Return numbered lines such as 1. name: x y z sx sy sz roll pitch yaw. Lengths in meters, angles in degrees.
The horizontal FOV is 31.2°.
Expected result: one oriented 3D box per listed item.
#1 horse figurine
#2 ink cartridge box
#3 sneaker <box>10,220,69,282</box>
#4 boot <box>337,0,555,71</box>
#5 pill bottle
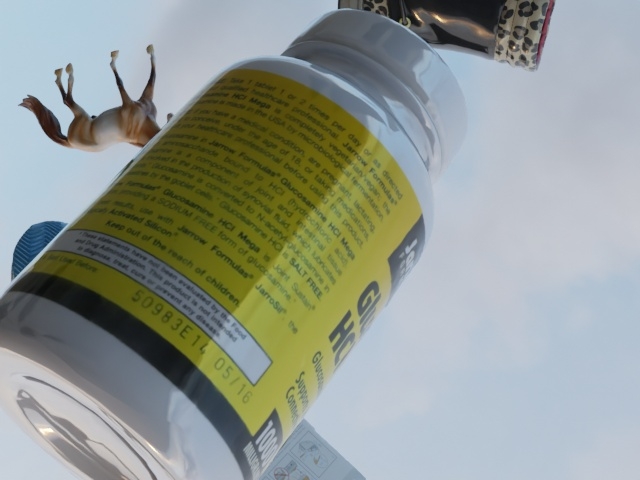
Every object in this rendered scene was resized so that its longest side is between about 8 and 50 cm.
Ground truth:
1. horse figurine: -0.340 -0.203 1.809 0.263 0.066 0.174 -10 -85 17
2. ink cartridge box: -0.091 0.238 1.228 0.189 0.232 0.066 -40 176 -47
3. sneaker: -0.293 0.079 1.224 0.092 0.087 0.229 118 -25 -48
4. boot: 0.113 -0.257 0.931 0.178 0.085 0.236 15 -63 15
5. pill bottle: -0.045 0.004 0.739 0.188 0.188 0.334 1 -136 48
